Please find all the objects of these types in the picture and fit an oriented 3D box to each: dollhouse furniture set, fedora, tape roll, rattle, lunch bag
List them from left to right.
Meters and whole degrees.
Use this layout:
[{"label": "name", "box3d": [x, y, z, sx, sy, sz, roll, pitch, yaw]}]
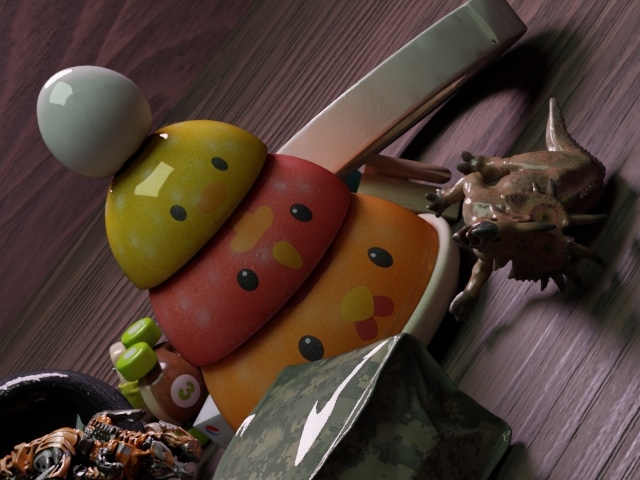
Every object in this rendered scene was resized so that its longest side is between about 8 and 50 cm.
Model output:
[{"label": "fedora", "box3d": [-0.370, 0.348, 2.152, 0.334, 0.334, 0.152, -56, -18, -19]}, {"label": "rattle", "box3d": [-0.242, 0.193, 2.377, 0.143, 0.130, 0.199, -41, -12, -7]}, {"label": "lunch bag", "box3d": [0.000, 0.246, 1.415, 0.287, 0.169, 0.235, -54, 16, -28]}, {"label": "tape roll", "box3d": [0.095, -0.180, 2.050, 0.392, 0.072, 0.392, -38, -2, -2]}, {"label": "dollhouse furniture set", "box3d": [0.106, -0.020, 1.980, 0.144, 0.123, 0.151, -73, -8, -54]}]

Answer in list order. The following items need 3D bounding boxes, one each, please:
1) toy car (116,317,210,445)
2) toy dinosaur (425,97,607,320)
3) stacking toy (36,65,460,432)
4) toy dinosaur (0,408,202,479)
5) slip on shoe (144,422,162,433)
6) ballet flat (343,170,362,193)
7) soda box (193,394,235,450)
[{"label": "toy car", "box3d": [-0.146, 0.151, 2.087, 0.188, 0.155, 0.149, -34, 19, 11]}, {"label": "toy dinosaur", "box3d": [0.217, -0.036, 1.562, 0.200, 0.127, 0.295, -17, 24, 50]}, {"label": "stacking toy", "box3d": [-0.119, -0.008, 1.735, 0.350, 0.480, 0.350, -46, 17, 18]}, {"label": "toy dinosaur", "box3d": [-0.310, 0.315, 2.016, 0.322, 0.164, 0.218, -22, 45, 32]}, {"label": "slip on shoe", "box3d": [-0.252, 0.300, 2.215, 0.041, 0.051, 0.135, -6, -38, -52]}, {"label": "ballet flat", "box3d": [-0.015, -0.047, 2.210, 0.067, 0.073, 0.206, -1, 25, 35]}, {"label": "soda box", "box3d": [-0.074, 0.160, 1.987, 0.074, 0.069, 0.216, -31, 26, 48]}]
